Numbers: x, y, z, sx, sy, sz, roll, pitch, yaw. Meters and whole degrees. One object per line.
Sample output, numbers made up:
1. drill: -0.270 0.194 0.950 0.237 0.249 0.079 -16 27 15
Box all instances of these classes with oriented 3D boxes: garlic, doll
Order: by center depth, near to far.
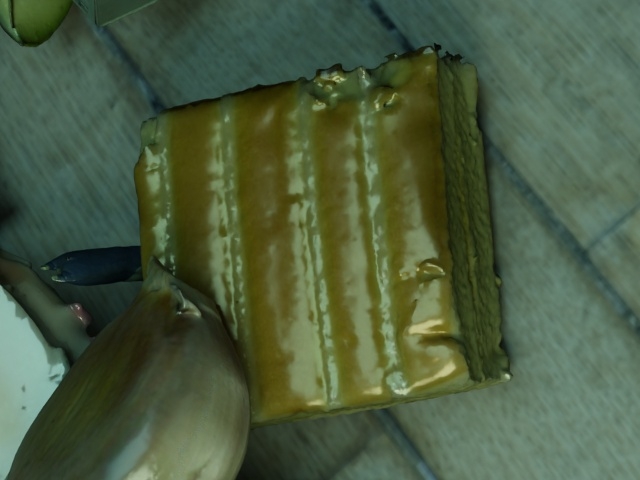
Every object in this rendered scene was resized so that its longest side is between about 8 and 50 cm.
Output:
1. garlic: -0.145 0.151 1.140 0.266 0.148 0.128 -43 106 -4
2. doll: -0.143 0.019 1.287 0.037 0.125 0.027 40 125 44

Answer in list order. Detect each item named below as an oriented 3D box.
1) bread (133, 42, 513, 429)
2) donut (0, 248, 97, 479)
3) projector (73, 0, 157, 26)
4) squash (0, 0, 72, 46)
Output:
1. bread: 0.000 0.000 1.223 0.239 0.111 0.246 -12 77 22
2. donut: -0.301 0.178 1.286 0.383 0.142 0.382 -2 82 11
3. projector: -0.137 -0.239 1.320 0.147 0.061 0.115 -32 65 -23
4. squash: -0.214 -0.286 1.384 0.169 0.093 0.252 -45 63 26
